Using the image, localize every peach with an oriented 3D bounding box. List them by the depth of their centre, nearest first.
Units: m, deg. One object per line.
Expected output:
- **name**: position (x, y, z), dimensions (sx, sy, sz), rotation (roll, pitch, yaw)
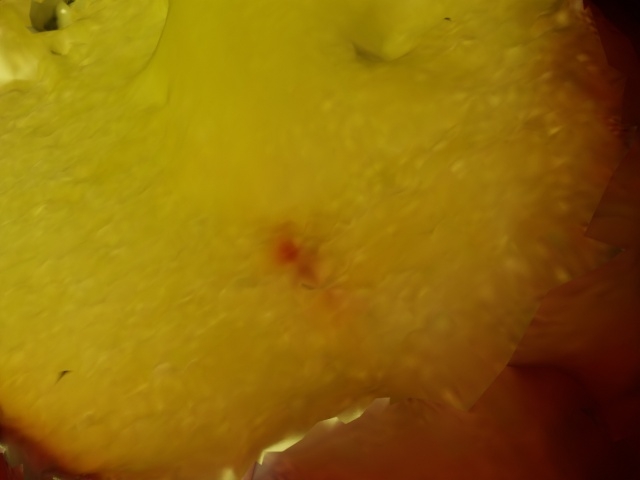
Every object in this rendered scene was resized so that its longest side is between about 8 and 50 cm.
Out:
- **peach**: position (0.000, 0.000, 0.533), dimensions (0.281, 0.281, 0.338), rotation (-44, 71, 45)
